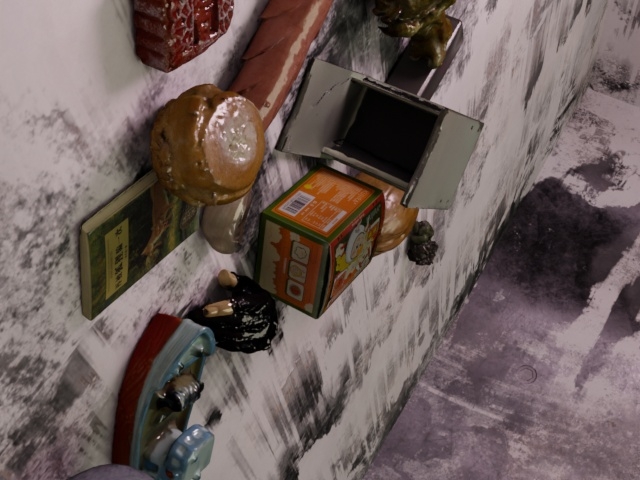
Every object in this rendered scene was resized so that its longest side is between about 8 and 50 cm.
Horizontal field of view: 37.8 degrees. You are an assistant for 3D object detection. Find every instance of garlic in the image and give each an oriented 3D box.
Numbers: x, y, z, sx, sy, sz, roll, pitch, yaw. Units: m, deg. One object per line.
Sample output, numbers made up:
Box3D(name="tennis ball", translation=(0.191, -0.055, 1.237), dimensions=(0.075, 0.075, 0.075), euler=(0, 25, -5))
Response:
Box3D(name="garlic", translation=(-0.139, -0.042, 1.377), dimensions=(0.084, 0.066, 0.152), euler=(-84, -172, -52))

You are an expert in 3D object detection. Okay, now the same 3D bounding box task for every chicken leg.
Box3D(name="chicken leg", translation=(0.189, -0.432, 1.619), dimensions=(0.211, 0.140, 0.361), euler=(-46, 167, 12))

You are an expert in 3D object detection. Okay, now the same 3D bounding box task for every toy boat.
Box3D(name="toy boat", translation=(-0.220, 0.253, 1.418), dimensions=(0.145, 0.133, 0.331), euler=(-34, 145, -54))

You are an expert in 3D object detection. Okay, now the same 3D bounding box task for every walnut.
Box3D(name="walnut", translation=(0.104, -0.054, 1.837), dimensions=(0.207, 0.167, 0.167), euler=(-47, 154, -36))

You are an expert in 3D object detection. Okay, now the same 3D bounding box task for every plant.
Box3D(name="plant", translation=(0.269, 0.001, 2.472), dimensions=(0.174, 0.085, 0.087), euler=(80, 16, -52))

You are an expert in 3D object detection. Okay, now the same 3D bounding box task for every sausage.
Box3D(name="sausage", translation=(-0.032, -0.312, 1.270), dimensions=(0.433, 0.088, 0.088), euler=(-63, 161, 1))

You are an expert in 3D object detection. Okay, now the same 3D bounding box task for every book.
Box3D(name="book", translation=(-0.230, -0.016, 1.218), dimensions=(0.228, 0.024, 0.160), euler=(-47, 157, -43))

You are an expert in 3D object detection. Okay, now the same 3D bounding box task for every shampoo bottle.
Box3D(name="shampoo bottle", translation=(0.194, -0.329, 1.839), dimensions=(0.246, 0.079, 0.080), euler=(-60, 160, -12))

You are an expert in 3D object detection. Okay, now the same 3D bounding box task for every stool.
Box3D(name="stool", translation=(0.107, -0.173, 1.561), dimensions=(0.170, 0.244, 0.270), euler=(-68, 161, 10))

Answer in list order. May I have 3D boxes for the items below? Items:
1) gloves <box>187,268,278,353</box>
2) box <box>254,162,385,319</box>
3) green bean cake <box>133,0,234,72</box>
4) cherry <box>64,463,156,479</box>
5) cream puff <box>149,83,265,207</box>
Box3D(name="gloves", translation=(-0.134, 0.122, 1.515), dimensions=(0.129, 0.106, 0.181), euler=(-64, 165, 7))
Box3D(name="box", translation=(0.000, 0.000, 1.648), dimensions=(0.195, 0.148, 0.177), euler=(-44, 151, -46))
Box3D(name="green bean cake", translation=(-0.150, -0.270, 1.054), dimensions=(0.135, 0.056, 0.135), euler=(-49, 154, -38))
Box3D(name="cherry", translation=(-0.302, 0.432, 1.243), dimensions=(0.255, 0.296, 0.218), euler=(-19, 138, -23))
Box3D(name="cream puff", translation=(-0.146, -0.116, 1.156), dimensions=(0.165, 0.115, 0.150), euler=(-13, 97, -57))
